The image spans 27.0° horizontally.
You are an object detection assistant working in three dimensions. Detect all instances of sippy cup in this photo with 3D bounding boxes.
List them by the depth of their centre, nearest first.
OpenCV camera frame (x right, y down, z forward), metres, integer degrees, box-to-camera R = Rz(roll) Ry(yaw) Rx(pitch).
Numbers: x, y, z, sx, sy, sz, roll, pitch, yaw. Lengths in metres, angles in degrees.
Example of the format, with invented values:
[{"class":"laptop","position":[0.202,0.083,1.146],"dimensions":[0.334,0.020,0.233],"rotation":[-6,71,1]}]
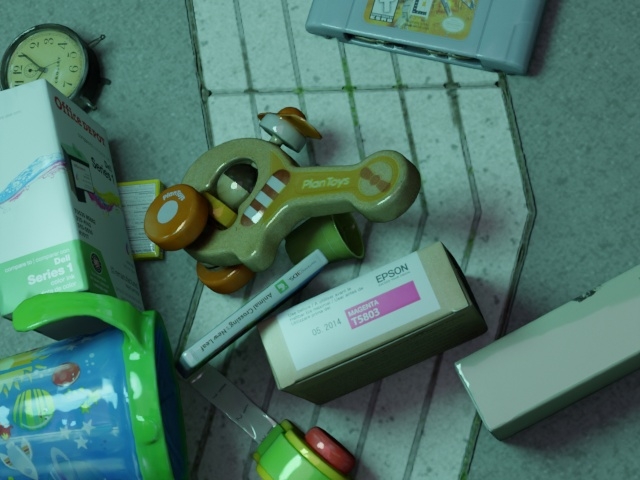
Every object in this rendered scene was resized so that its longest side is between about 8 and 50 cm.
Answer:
[{"class":"sippy cup","position":[-0.281,0.210,1.549],"dimensions":[0.224,0.240,0.306],"rotation":[-8,89,-2]}]

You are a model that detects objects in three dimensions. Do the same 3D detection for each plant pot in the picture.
[{"class":"plant pot","position":[0.000,0.000,1.655],"dimensions":[0.079,0.083,0.083],"rotation":[-25,71,18]}]

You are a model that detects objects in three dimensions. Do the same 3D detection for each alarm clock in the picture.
[{"class":"alarm clock","position":[-0.383,-0.224,1.808],"dimensions":[0.192,0.064,0.129],"rotation":[3,77,12]}]

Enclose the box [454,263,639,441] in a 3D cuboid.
[{"class":"box","position":[0.298,0.124,1.529],"dimensions":[0.275,0.113,0.094],"rotation":[-28,71,4]}]

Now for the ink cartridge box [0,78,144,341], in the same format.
[{"class":"ink cartridge box","position":[-0.325,-0.031,1.642],"dimensions":[0.117,0.201,0.278],"rotation":[-18,72,9]}]

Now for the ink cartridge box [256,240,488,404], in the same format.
[{"class":"ink cartridge box","position":[0.065,0.101,1.547],"dimensions":[0.234,0.193,0.088],"rotation":[-24,73,6]}]

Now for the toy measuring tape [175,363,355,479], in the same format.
[{"class":"toy measuring tape","position":[-0.062,0.240,1.585],"dimensions":[0.330,0.121,0.121],"rotation":[40,88,19]}]

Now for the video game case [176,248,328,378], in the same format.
[{"class":"video game case","position":[-0.084,0.090,1.559],"dimensions":[0.193,0.212,0.023],"rotation":[-38,87,-12]}]

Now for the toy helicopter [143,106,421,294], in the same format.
[{"class":"toy helicopter","position":[-0.030,-0.070,1.603],"dimensions":[0.355,0.140,0.235],"rotation":[-3,58,37]}]

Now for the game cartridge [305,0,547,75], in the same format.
[{"class":"game cartridge","position":[0.144,-0.332,1.715],"dimensions":[0.297,0.062,0.198],"rotation":[13,84,17]}]

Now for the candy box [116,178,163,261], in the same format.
[{"class":"candy box","position":[-0.306,-0.020,1.756],"dimensions":[0.205,0.027,0.105],"rotation":[-4,78,13]}]
